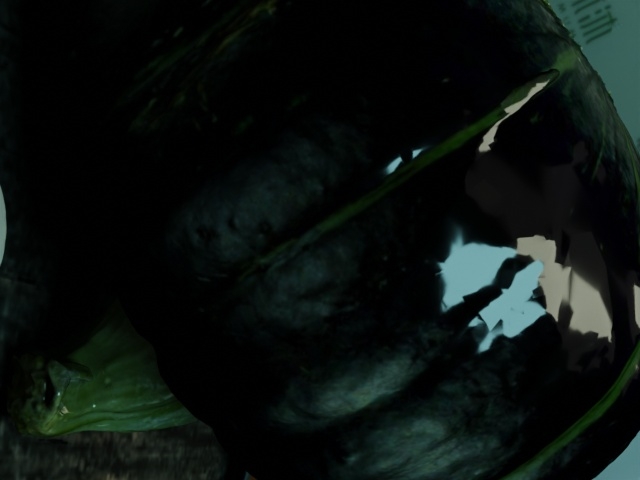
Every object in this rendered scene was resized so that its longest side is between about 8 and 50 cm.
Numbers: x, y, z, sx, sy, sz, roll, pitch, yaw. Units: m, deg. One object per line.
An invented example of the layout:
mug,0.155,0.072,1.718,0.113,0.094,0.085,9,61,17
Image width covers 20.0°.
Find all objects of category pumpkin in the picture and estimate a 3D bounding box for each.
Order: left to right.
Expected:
pumpkin,0.000,0.000,0.764,0.296,0.296,0.296,7,90,-76

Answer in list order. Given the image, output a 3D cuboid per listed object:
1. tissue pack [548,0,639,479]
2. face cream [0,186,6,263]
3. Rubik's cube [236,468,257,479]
tissue pack,0.195,-0.066,0.925,0.194,0.266,0.356,-11,80,-54
face cream,-0.159,0.004,0.434,0.250,0.077,0.077,-21,117,-76
Rubik's cube,0.063,0.104,1.135,0.182,0.184,0.187,23,78,-79
